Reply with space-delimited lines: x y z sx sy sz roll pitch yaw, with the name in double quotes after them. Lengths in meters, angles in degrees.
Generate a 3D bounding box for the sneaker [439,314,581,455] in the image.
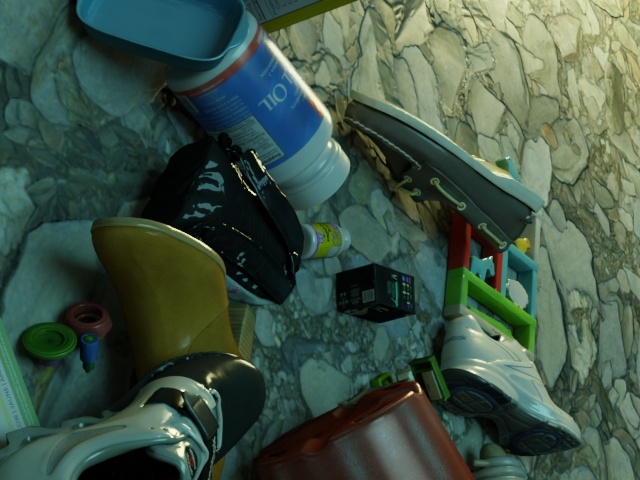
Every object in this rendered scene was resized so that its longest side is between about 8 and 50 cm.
0.266 0.201 1.958 0.297 0.111 0.129 40 44 -39 "sneaker"

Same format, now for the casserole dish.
-0.168 -0.233 1.520 0.188 0.037 0.114 18 53 3 "casserole dish"

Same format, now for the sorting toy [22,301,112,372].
-0.239 0.100 1.387 0.102 0.061 0.042 -33 142 -44 "sorting toy"

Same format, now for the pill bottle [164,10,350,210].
-0.064 -0.141 1.626 0.221 0.124 0.124 49 44 -31 "pill bottle"

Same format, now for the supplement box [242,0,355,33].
0.038 -0.392 1.646 0.195 0.356 0.194 -46 116 -49 "supplement box"

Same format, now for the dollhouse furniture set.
0.096 0.195 1.760 0.151 0.076 0.059 -28 100 -53 "dollhouse furniture set"

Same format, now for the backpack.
-0.102 -0.006 1.540 0.182 0.115 0.152 45 58 -35 "backpack"

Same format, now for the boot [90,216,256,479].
-0.149 0.123 1.413 0.295 0.104 0.211 49 46 -53 "boot"

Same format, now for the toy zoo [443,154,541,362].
0.251 0.009 2.060 0.192 0.030 0.293 33 53 -42 "toy zoo"

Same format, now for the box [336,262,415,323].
0.069 0.066 1.779 0.083 0.062 0.052 19 63 -48 "box"

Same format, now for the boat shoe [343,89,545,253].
0.152 -0.089 1.896 0.324 0.116 0.097 29 96 -30 "boat shoe"

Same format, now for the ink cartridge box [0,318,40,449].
-0.346 0.167 1.218 0.235 0.056 0.171 -27 101 -55 "ink cartridge box"

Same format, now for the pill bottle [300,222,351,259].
0.000 0.000 1.727 0.083 0.043 0.043 -3 81 -53 "pill bottle"

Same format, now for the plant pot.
0.070 0.312 1.557 0.272 0.272 0.265 -27 91 -53 "plant pot"

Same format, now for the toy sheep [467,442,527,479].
0.231 0.328 1.884 0.091 0.091 0.132 22 56 -47 "toy sheep"

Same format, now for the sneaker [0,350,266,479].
-0.140 0.194 1.279 0.330 0.146 0.122 -24 111 -45 "sneaker"
